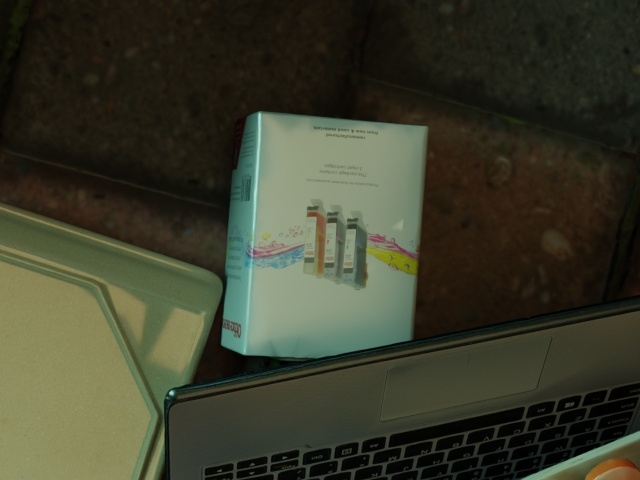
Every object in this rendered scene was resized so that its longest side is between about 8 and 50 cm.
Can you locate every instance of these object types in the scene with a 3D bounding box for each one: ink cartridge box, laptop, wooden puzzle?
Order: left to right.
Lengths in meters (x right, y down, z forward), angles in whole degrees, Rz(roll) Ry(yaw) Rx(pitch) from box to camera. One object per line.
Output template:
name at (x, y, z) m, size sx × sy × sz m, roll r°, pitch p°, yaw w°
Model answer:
wooden puzzle at (-0.209, 0.104, 1.438) m, size 0.221 × 0.044 × 0.238 m, roll 19°, pitch 92°, yaw -11°
ink cartridge box at (0.000, 0.000, 1.429) m, size 0.127 × 0.128 × 0.176 m, roll 5°, pitch 90°, yaw -11°
laptop at (0.099, 0.261, 1.403) m, size 0.382 × 0.408 × 0.236 m, roll -11°, pitch 59°, yaw -11°

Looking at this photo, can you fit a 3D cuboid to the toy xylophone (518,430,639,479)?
toy xylophone at (0.180, 0.249, 1.362) m, size 0.323 × 0.081 × 0.236 m, roll -29°, pitch 122°, yaw 1°
